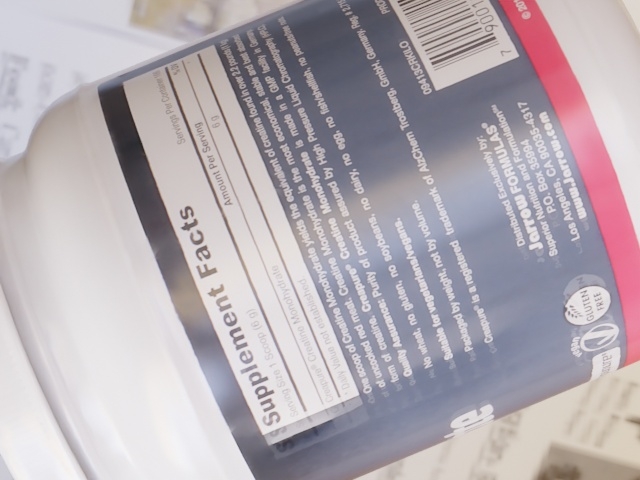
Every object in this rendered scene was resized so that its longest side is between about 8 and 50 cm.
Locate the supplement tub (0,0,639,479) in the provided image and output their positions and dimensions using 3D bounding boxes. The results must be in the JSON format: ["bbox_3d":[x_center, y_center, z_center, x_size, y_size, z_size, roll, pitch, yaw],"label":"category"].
[{"bbox_3d":[0.000,0.000,0.611,0.191,0.272,0.191,158,-90,-89],"label":"supplement tub"}]
